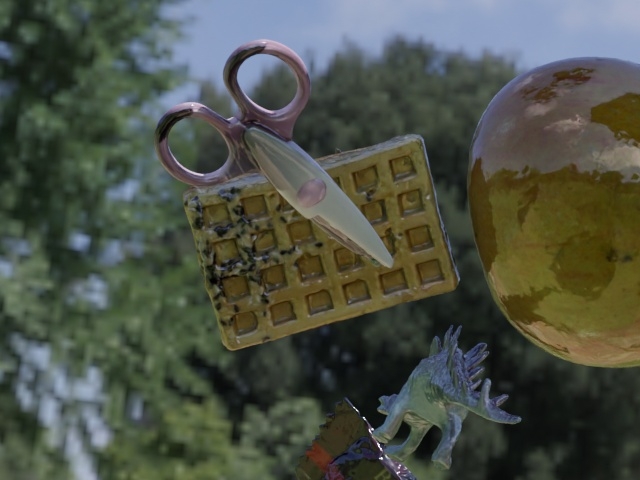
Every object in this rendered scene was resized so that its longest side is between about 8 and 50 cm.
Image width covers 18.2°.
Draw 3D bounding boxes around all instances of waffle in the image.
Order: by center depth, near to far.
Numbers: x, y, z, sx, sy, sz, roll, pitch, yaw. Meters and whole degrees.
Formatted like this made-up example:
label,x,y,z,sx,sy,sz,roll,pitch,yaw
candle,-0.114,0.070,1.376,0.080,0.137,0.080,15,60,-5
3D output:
label,x,y,z,sx,sy,sz,roll,pitch,yaw
waffle,0.000,0.001,1.169,0.148,0.102,0.042,-14,11,3

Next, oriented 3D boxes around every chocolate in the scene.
label,x,y,z,sx,sy,sz,roll,pitch,yaw
chocolate,0.053,0.196,1.373,0.028,0.182,0.086,-5,-44,-49

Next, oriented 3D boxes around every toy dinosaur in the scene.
label,x,y,z,sx,sy,sz,roll,pitch,yaw
toy dinosaur,0.071,0.089,1.157,0.039,0.082,0.209,30,-10,-13

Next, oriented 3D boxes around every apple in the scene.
label,x,y,z,sx,sy,sz,roll,pitch,yaw
apple,0.172,-0.016,1.150,0.155,0.182,0.182,-8,-17,25

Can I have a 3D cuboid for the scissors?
label,x,y,z,sx,sy,sz,roll,pitch,yaw
scissors,-0.011,-0.032,1.015,0.176,0.085,0.022,43,6,-44
